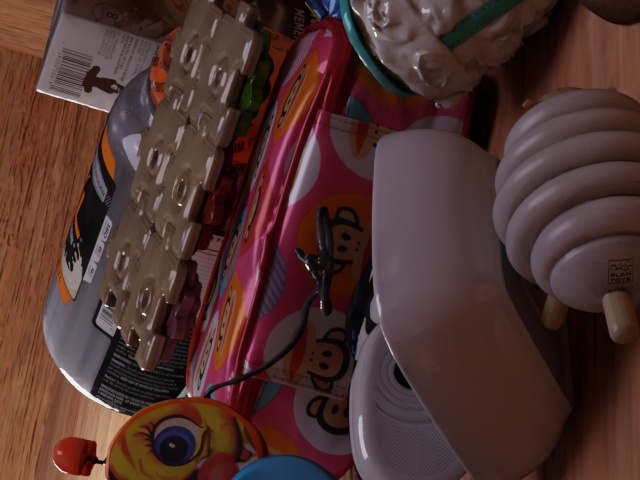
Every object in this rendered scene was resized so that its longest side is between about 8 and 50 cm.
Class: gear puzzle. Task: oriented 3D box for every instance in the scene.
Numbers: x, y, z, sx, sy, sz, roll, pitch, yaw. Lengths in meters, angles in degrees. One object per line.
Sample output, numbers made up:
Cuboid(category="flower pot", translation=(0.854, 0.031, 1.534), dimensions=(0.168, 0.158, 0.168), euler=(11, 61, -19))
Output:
Cuboid(category="gear puzzle", translation=(-0.072, -0.086, 1.122), dimensions=(0.338, 0.044, 0.175), euler=(-71, 23, 11))

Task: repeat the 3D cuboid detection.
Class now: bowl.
Cuboid(category="bowl", translation=(0.074, 0.027, 0.742), dimensions=(0.053, 0.142, 0.142), euler=(-17, 39, 20))

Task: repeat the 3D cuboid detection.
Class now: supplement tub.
Cuboid(category="supplement tub", translation=(-0.103, -0.015, 1.343), dimensions=(0.193, 0.194, 0.316), euler=(-90, 20, -49))

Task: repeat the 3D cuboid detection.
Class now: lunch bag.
Cuboid(category="lunch bag", translation=(0.000, 0.000, 1.083), dimensions=(0.258, 0.120, 0.293), euler=(-135, 62, -80))

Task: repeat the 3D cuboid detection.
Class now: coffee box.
Cuboid(category="coffee box", translation=(-0.112, -0.171, 1.435), dimensions=(0.141, 0.247, 0.098), euler=(-89, 20, -46))

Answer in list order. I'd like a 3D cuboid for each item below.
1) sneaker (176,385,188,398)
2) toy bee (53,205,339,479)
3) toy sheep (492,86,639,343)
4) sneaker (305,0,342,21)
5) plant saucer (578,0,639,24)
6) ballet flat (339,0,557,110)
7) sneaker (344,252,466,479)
Cuboid(category="sneaker", translation=(-0.112, 0.189, 1.283), dimensions=(0.256, 0.094, 0.151), euler=(-63, -3, 34))
Cuboid(category="toy bee", translation=(-0.060, 0.151, 0.896), dimensions=(0.195, 0.162, 0.298), euler=(80, -174, -58))
Cuboid(category="toy sheep", translation=(0.113, -0.012, 0.674), dimensions=(0.091, 0.091, 0.132), euler=(118, 148, -45))
Cuboid(category="sneaker", translation=(0.041, -0.191, 1.191), dimensions=(0.069, 0.082, 0.209), euler=(-100, 29, -66))
Cuboid(category="plant saucer", translation=(0.139, -0.190, 0.788), dimensions=(0.168, 0.029, 0.168), euler=(-179, 90, -73))
Cuboid(category="ballet flat", translation=(0.089, -0.244, 1.014), dimensions=(0.408, 0.147, 0.147), euler=(-92, 21, -44))
Cuboid(category="sneaker", translation=(0.051, 0.068, 0.877), dimensions=(0.121, 0.079, 0.216), euler=(116, 172, -51))
